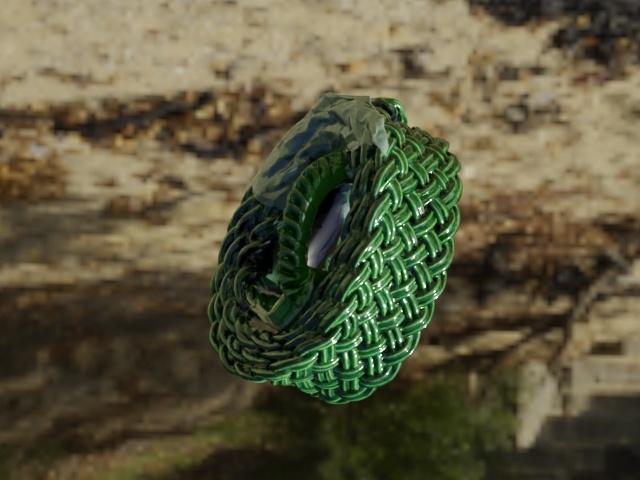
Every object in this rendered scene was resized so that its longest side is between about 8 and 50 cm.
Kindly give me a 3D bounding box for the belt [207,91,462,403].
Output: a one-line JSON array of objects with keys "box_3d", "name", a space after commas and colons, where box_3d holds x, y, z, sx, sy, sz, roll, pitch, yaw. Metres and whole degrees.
[{"box_3d": [0.000, 0.000, 0.823, 0.079, 0.151, 0.121, 23, -172, -34], "name": "belt"}]
